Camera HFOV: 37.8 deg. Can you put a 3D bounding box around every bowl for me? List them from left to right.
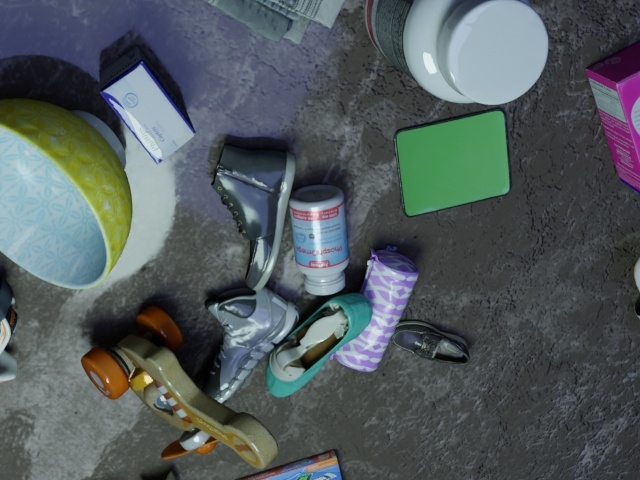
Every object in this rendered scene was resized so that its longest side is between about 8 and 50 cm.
[{"bbox_3d":[-0.360,-0.090,1.284,0.289,0.289,0.156,58,47,-25],"label":"bowl"}]

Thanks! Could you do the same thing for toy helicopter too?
[{"bbox_3d":[-0.187,0.260,1.396,0.140,0.355,0.235,-39,128,-29],"label":"toy helicopter"}]

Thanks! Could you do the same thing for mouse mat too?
[{"bbox_3d":[0.215,-0.124,1.506,0.189,0.007,0.152,-13,114,-9],"label":"mouse mat"}]

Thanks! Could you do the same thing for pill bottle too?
[{"bbox_3d":[0.000,0.000,1.461,0.087,0.087,0.160,-10,114,-9],"label":"pill bottle"},{"bbox_3d":[0.179,-0.286,1.258,0.176,0.318,0.176,-5,114,-11],"label":"pill bottle"}]

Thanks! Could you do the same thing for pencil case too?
[{"bbox_3d":[0.089,0.114,1.529,0.088,0.086,0.206,12,109,-22],"label":"pencil case"}]

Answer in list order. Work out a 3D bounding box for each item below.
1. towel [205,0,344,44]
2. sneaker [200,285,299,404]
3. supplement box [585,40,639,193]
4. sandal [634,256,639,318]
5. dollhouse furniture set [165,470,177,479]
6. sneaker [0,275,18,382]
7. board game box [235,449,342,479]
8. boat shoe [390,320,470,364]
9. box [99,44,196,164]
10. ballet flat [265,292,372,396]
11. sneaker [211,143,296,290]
[{"bbox_3d":[-0.030,-0.423,1.213,0.312,0.056,0.324,12,115,-55],"label":"towel"},{"bbox_3d":[-0.153,0.156,1.502,0.132,0.086,0.229,41,93,-15],"label":"sneaker"},{"bbox_3d":[0.524,-0.191,1.493,0.111,0.114,0.220,-26,117,-1],"label":"supplement box"},{"bbox_3d":[0.592,0.095,1.647,0.102,0.076,0.265,-52,128,-13],"label":"sandal"},{"bbox_3d":[-0.331,0.549,1.567,0.262,0.135,0.259,-19,115,2],"label":"dollhouse furniture set"},{"bbox_3d":[-0.509,0.077,1.354,0.127,0.126,0.321,-2,123,-8],"label":"sneaker"},{"bbox_3d":[-0.094,0.477,1.669,0.281,0.027,0.145,-15,115,-6],"label":"board game box"},{"bbox_3d":[0.190,0.177,1.600,0.152,0.049,0.056,13,109,-18],"label":"boat shoe"},{"bbox_3d":[-0.241,-0.190,1.297,0.072,0.137,0.126,-35,115,2],"label":"box"},{"bbox_3d":[-0.023,0.167,1.499,0.247,0.083,0.087,-43,156,24],"label":"ballet flat"},{"bbox_3d":[-0.117,-0.037,1.431,0.118,0.083,0.222,10,101,-11],"label":"sneaker"}]
